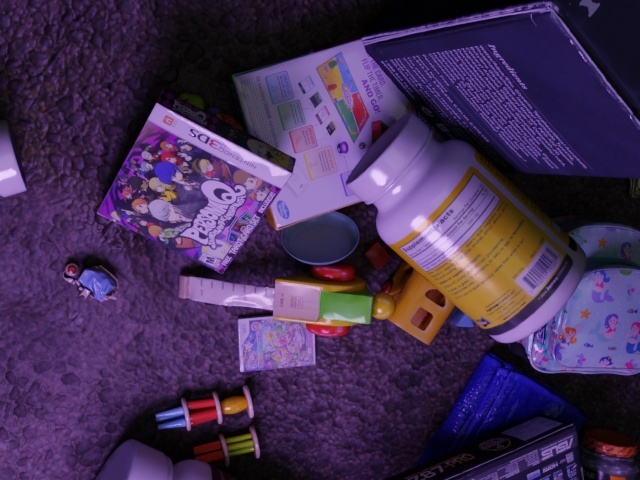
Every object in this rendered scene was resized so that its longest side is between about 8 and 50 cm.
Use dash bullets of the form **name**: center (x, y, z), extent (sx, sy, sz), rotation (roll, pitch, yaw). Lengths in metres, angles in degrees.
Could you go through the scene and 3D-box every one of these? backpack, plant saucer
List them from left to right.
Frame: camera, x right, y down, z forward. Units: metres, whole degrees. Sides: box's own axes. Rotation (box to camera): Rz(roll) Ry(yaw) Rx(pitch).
- **plant saucer**: center (0.000, 0.000, 1.593), extent (0.119, 0.119, 0.021), rotation (-13, 134, -11)
- **backpack**: center (0.430, 0.088, 1.679), extent (0.225, 0.191, 0.254), rotation (4, 95, -14)

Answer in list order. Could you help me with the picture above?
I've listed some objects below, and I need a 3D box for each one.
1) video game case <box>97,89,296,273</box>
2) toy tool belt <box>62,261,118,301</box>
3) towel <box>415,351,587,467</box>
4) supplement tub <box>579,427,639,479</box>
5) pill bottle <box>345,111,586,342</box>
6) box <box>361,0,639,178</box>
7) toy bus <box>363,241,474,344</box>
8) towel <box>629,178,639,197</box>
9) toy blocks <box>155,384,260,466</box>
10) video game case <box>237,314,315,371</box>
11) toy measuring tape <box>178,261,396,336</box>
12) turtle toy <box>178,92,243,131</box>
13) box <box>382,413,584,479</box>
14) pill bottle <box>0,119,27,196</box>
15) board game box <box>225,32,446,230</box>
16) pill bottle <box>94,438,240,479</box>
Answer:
- **video game case**: center (-0.179, -0.077, 1.490), extent (0.210, 0.042, 0.232), rotation (28, 129, -13)
- **toy tool belt**: center (-0.337, 0.061, 1.542), extent (0.083, 0.051, 0.052), rotation (32, 92, -17)
- **towel**: center (0.292, 0.367, 1.750), extent (0.227, 0.076, 0.308), rotation (31, 92, -17)
- **supplement tub**: center (0.477, 0.424, 1.787), extent (0.117, 0.117, 0.190), rotation (5, 99, -15)
- **pill bottle**: center (0.204, -0.022, 1.514), extent (0.334, 0.188, 0.188), rotation (42, 89, -8)
- **box**: center (0.383, -0.348, 1.384), extent (0.297, 0.472, 0.480), rotation (44, 78, -19)
- **toy bus**: center (0.179, 0.063, 1.645), extent (0.191, 0.104, 0.202), rotation (-14, 105, -11)
- **towel**: center (0.583, -0.125, 1.751), extent (0.148, 0.027, 0.110), rotation (-1, 100, -13)
- **toy blocks**: center (-0.176, 0.297, 1.629), extent (0.148, 0.054, 0.123), rotation (-10, 103, -12)
- **video game case**: center (-0.069, 0.159, 1.651), extent (0.122, 0.011, 0.087), rotation (-4, 102, -13)
- **toy measuring tape**: center (-0.047, 0.081, 1.613), extent (0.330, 0.121, 0.121), rotation (6, 100, 8)
- **turtle toy**: center (-0.160, -0.160, 1.514), extent (0.130, 0.095, 0.066), rotation (33, 112, -18)
- **box**: center (0.247, 0.483, 1.625), extent (0.395, 0.097, 0.318), rotation (-17, 100, -27)
- **pill bottle**: center (-0.525, -0.088, 1.423), extent (0.229, 0.131, 0.131), rotation (-16, 104, -11)
- **board game box**: center (0.043, -0.179, 1.583), extent (0.316, 0.064, 0.242), rotation (-18, 105, -10)
- **pill bottle**: center (-0.159, 0.468, 1.578), extent (0.392, 0.224, 0.224), rotation (32, 92, -18)
